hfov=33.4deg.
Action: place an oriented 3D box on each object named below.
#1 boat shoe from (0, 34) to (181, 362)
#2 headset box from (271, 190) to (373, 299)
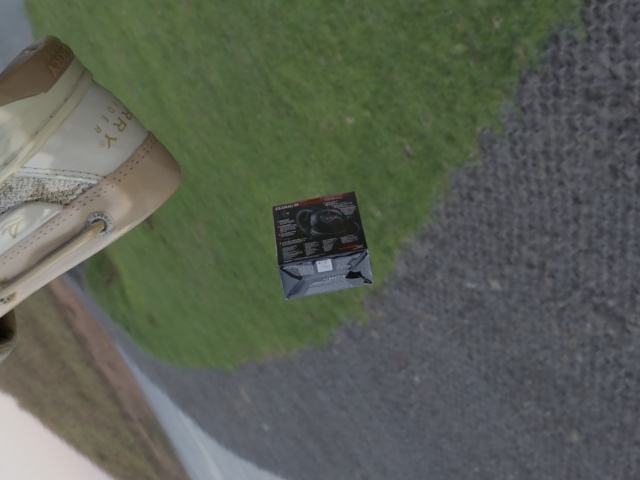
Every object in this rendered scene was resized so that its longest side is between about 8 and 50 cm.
[{"bbox_3d":[-0.220,0.040,0.575,0.110,0.341,0.122,43,-156,-20],"label":"boat shoe"},{"bbox_3d":[0.000,0.000,0.744,0.083,0.062,0.032,-101,0,-57],"label":"headset box"}]
